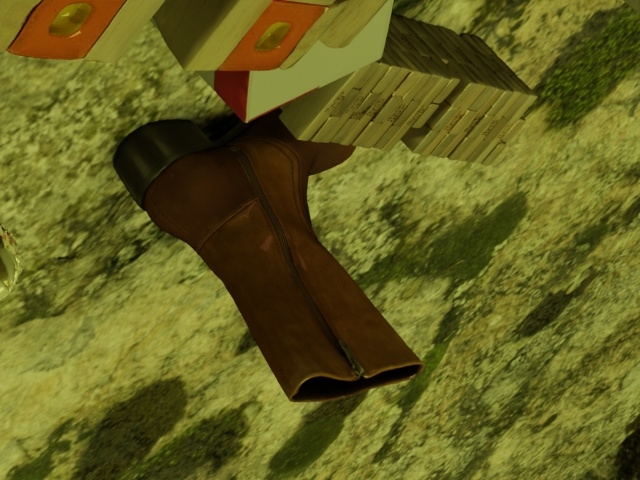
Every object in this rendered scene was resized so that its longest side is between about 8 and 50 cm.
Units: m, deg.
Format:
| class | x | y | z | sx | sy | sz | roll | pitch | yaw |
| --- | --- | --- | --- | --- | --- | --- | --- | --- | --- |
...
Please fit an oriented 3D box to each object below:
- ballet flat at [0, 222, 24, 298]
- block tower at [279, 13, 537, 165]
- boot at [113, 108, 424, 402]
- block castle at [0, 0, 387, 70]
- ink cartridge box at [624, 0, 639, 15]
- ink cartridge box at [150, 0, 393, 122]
| class | x | y | z | sx | sy | sz | roll | pitch | yaw |
| --- | --- | --- | --- | --- | --- | --- | --- | --- | --- |
| ballet flat | -0.277 | 0.010 | 1.484 | 0.091 | 0.077 | 0.241 | -38 | 156 | -8 |
| block tower | 0.071 | -0.139 | 1.721 | 0.091 | 0.097 | 0.335 | -51 | 155 | 20 |
| boot | 0.000 | 0.000 | 1.617 | 0.264 | 0.280 | 0.096 | -7 | 139 | -50 |
| block castle | -0.107 | -0.271 | 1.007 | 0.453 | 0.303 | 0.213 | -3 | 142 | -53 |
| ink cartridge box | 0.391 | -0.244 | 1.866 | 0.148 | 0.203 | 0.086 | -22 | 149 | -34 |
| ink cartridge box | -0.049 | -0.200 | 1.348 | 0.128 | 0.176 | 0.127 | -29 | 150 | -26 |
